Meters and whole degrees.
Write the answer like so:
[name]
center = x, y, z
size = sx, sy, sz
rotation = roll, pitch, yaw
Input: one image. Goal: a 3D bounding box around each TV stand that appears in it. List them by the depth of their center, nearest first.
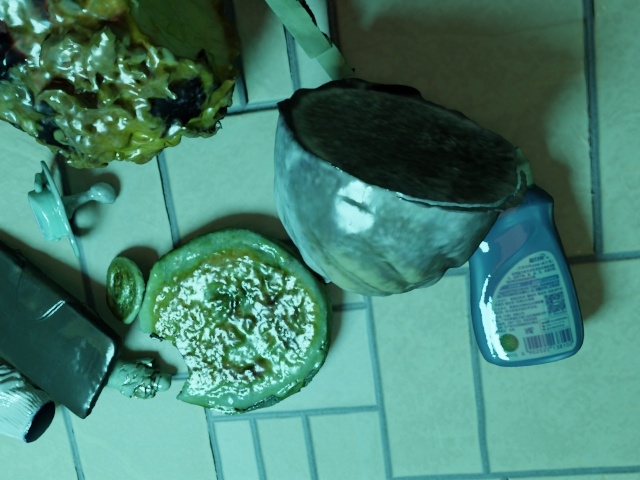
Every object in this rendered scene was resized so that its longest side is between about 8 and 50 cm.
[TV stand]
center = -0.035, -0.291, 0.762
size = 0.036, 0.042, 0.249
rotation = -23, 134, 24

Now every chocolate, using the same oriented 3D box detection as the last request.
[chocolate]
center = 0.075, -0.044, 0.767
size = 0.303, 0.303, 0.213
rotation = 20, 124, 2

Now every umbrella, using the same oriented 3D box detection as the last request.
[umbrella]
center = -0.303, 0.211, 0.967
size = 0.144, 0.062, 0.067
rotation = 10, 73, 6

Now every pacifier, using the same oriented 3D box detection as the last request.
[pacifier]
center = -0.361, -0.055, 0.905
size = 0.117, 0.127, 0.150
rotation = -24, 120, -24

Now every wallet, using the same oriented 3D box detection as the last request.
[wallet]
center = -0.447, 0.129, 0.947
size = 0.310, 0.042, 0.165
rotation = 34, 109, 11

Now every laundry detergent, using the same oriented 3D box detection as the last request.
[laundry detergent]
center = 0.263, 0.021, 0.839
size = 0.143, 0.094, 0.289
rotation = -11, 98, 16

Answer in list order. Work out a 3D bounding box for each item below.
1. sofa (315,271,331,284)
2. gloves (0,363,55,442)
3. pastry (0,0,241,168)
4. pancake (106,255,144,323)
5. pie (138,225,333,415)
[sofa]
center = 0.000, 0.000, 0.889
size = 0.060, 0.039, 0.118
rotation = -33, 96, 11
[gloves]
center = -0.537, 0.248, 0.983
size = 0.229, 0.097, 0.119
rotation = 22, 100, -3
[pastry]
center = -0.303, -0.275, 0.742
size = 0.338, 0.292, 0.405
rotation = -16, 110, 21
[pancake]
center = -0.297, 0.075, 0.929
size = 0.108, 0.017, 0.108
rotation = 1, 92, 45
[pie]
center = -0.126, 0.121, 0.915
size = 0.303, 0.067, 0.302
rotation = 1, 100, 8
